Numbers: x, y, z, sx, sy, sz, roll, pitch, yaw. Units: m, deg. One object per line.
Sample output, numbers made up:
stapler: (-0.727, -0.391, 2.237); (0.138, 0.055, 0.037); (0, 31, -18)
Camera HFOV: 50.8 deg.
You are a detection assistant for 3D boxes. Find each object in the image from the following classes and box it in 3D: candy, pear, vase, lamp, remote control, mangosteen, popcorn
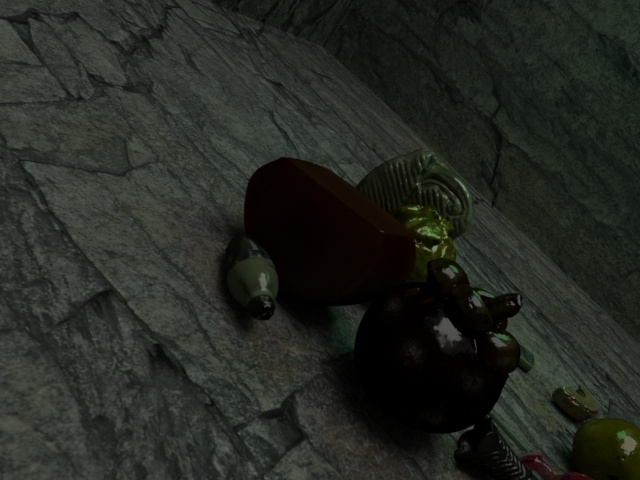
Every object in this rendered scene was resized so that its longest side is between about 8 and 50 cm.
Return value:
candy: (0.482, 0.488, 1.498); (0.124, 0.124, 0.365); (13, 25, -46)
pear: (0.716, 0.530, 1.652); (0.198, 0.198, 0.198); (32, 24, -16)
vase: (0.394, 0.477, 1.364); (0.237, 0.115, 0.115); (42, 23, 1)
lamp: (-0.136, 0.065, 1.317); (0.101, 0.101, 0.250); (25, 25, -32)
remote control: (0.537, 0.293, 2.001); (0.233, 0.038, 0.098); (41, 23, 2)
mangosteen: (0.234, 0.202, 1.303); (0.307, 0.347, 0.307); (37, 19, -15)
popcorn: (0.196, 0.031, 1.687); (0.282, 0.282, 0.246); (15, 67, -45)

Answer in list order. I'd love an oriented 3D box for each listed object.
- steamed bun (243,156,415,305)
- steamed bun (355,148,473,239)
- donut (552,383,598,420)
steamed bun: (0.000, 0.000, 1.456); (0.379, 0.248, 0.235); (39, 18, 27)
steamed bun: (0.278, -0.105, 1.989); (0.309, 0.324, 0.219); (51, 20, 7)
donut: (0.741, 0.472, 1.939); (0.166, 0.065, 0.108); (14, 34, -48)
